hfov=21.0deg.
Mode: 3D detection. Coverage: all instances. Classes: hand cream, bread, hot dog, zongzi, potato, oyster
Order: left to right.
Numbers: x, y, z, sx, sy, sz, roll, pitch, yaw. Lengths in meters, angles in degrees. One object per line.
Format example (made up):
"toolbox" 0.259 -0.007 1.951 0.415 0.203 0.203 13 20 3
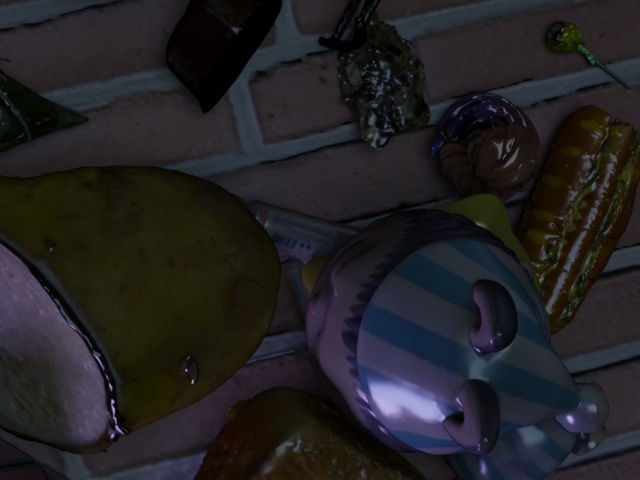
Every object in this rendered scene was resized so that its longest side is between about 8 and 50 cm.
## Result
"zongzi" -0.316 -0.156 1.810 0.119 0.055 0.109 -22 93 -22
"potato" -0.239 0.021 1.768 0.397 0.290 0.296 32 48 26
"bread" -0.012 0.275 1.816 0.246 0.176 0.195 34 94 -25
"hand cream" 0.000 0.000 1.883 0.210 0.043 0.067 19 91 -17
"oyster" 0.068 -0.181 1.887 0.103 0.051 0.148 -24 85 -18
"hot dog" 0.282 -0.018 1.925 0.115 0.072 0.269 21 87 -19

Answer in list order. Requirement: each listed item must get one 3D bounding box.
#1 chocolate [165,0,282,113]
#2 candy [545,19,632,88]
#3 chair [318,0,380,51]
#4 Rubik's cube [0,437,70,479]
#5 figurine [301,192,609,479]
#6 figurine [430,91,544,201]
"chocolate" -0.114 -0.219 1.821 0.080 0.125 0.148 35 88 7
"candy" 0.305 -0.205 1.950 0.123 0.035 0.035 35 72 -20
"chair" 0.038 -0.347 1.831 0.141 0.154 0.260 28 82 -10
"Rubik's cube" -0.378 0.283 1.752 0.229 0.228 0.233 -65 147 -41
"figurine" 0.141 0.162 1.723 0.266 0.377 0.361 -37 103 14
"figurine" 0.189 -0.088 1.872 0.126 0.157 0.114 11 110 -17
